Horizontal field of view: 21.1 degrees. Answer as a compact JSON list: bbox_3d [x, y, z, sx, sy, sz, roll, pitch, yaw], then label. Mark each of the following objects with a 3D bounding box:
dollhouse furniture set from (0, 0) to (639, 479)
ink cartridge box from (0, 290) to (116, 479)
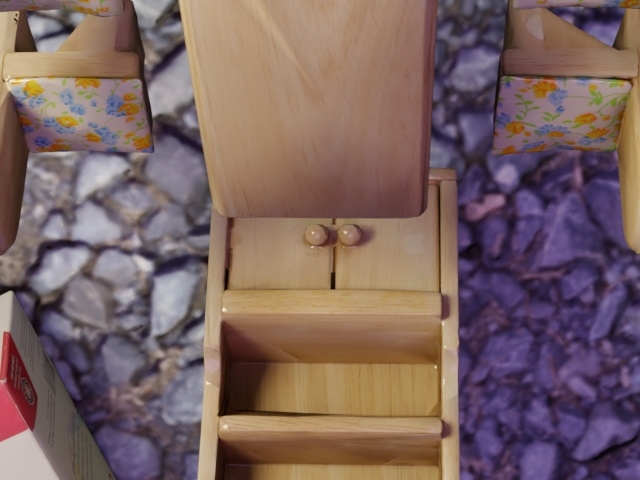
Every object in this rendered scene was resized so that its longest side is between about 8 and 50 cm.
[{"bbox_3d":[0.000,0.000,0.910,0.362,0.256,0.394,0,151,2],"label":"dollhouse furniture set"},{"bbox_3d":[-0.220,0.153,1.125,0.127,0.128,0.176,-24,115,3],"label":"ink cartridge box"}]
